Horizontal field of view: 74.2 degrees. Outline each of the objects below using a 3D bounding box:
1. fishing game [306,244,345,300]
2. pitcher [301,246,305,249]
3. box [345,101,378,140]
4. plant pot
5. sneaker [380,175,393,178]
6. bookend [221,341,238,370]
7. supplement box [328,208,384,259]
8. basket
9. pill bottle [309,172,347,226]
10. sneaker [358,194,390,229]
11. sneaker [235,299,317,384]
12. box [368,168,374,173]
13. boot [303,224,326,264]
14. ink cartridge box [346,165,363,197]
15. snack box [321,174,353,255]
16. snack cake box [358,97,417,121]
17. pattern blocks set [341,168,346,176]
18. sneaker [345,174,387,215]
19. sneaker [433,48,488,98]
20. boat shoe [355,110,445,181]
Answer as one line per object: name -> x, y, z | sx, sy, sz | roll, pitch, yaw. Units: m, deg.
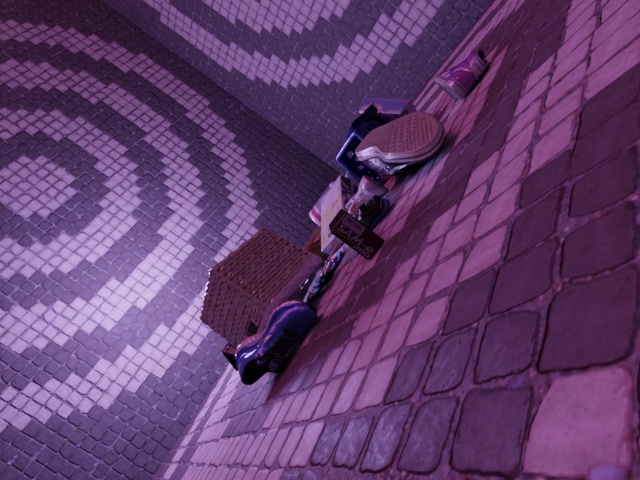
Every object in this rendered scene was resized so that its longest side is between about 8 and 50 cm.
fishing game -> 0.020, 0.108, 1.612 | 0.264, 0.041, 0.189 | -54, 2, 6
pitcher -> -0.043, 0.072, 2.062 | 0.178, 0.125, 0.207 | -45, -5, 13
box -> 0.179, -0.510, 1.850 | 0.136, 0.036, 0.225 | -43, -2, -4
plant pot -> 0.241, -0.391, 1.836 | 0.212, 0.236, 0.236 | -49, 2, -27
sneaker -> 0.299, -0.308, 1.649 | 0.170, 0.063, 0.074 | -46, 8, 28
bookend -> -0.318, 0.506, 1.819 | 0.157, 0.156, 0.072 | 4, 45, 31
supplement box -> 0.097, -0.024, 1.227 | 0.073, 0.130, 0.239 | -54, 4, 5
basket -> -0.212, 0.181, 1.510 | 0.331, 0.267, 0.328 | -45, -15, -47
pill bottle -> 0.091, -0.227, 2.426 | 0.318, 0.176, 0.176 | -53, 5, 19
sneaker -> 0.151, -0.078, 1.386 | 0.188, 0.078, 0.067 | -52, 5, 37
sneaker -> -0.123, 0.311, 1.249 | 0.330, 0.130, 0.147 | -47, 30, 17
box -> 0.312, -0.426, 2.102 | 0.184, 0.103, 0.261 | -57, 4, 21
boot -> 0.000, 0.000, 1.962 | 0.115, 0.113, 0.305 | 112, -178, -48
ink cartridge box -> 0.163, -0.264, 2.054 | 0.139, 0.082, 0.190 | -68, -19, -68
snack box -> 0.070, -0.115, 1.867 | 0.187, 0.060, 0.321 | -51, 29, 43
snack cake box -> 0.317, -0.555, 1.911 | 0.264, 0.152, 0.089 | 24, 76, 49
pattern blocks set -> 0.105, -0.197, 2.117 | 0.285, 0.026, 0.324 | -79, -6, -77
sneaker -> 0.174, -0.163, 1.670 | 0.169, 0.108, 0.292 | -55, -5, 10
sneaker -> 0.496, -0.580, 1.466 | 0.161, 0.102, 0.282 | -50, 17, 18
boat shoe -> 0.264, -0.289, 1.361 | 0.186, 0.156, 0.500 | -50, 16, -4
